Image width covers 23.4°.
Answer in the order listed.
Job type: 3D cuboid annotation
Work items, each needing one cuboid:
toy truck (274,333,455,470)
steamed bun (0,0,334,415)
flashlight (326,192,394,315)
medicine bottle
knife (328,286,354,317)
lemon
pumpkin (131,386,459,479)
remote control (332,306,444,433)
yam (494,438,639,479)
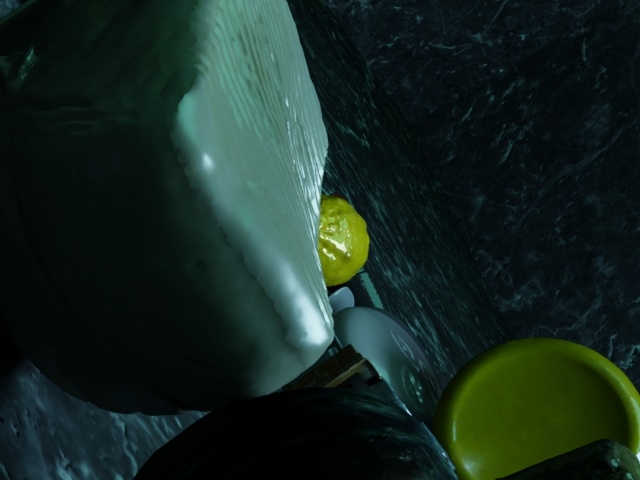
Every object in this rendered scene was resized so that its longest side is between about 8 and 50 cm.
[{"bbox_3d":[0.074,0.249,1.436,0.338,0.133,0.184,55,1,-16],"label":"toy truck"},{"bbox_3d":[-0.124,-0.043,0.996,0.383,0.236,0.247,-89,158,-60],"label":"steamed bun"},{"bbox_3d":[0.040,0.056,1.990,0.232,0.093,0.093,66,10,6],"label":"flashlight"},{"bbox_3d":[0.239,0.285,1.681,0.384,0.224,0.224,79,-11,-57],"label":"medicine bottle"},{"bbox_3d":[0.011,0.076,1.831,0.032,0.058,0.244,41,4,19],"label":"knife"},{"bbox_3d":[0.000,0.000,1.834,0.114,0.114,0.155,62,10,11],"label":"lemon"},{"bbox_3d":[-0.001,0.234,0.801,0.315,0.238,0.315,57,-12,19],"label":"pumpkin"},{"bbox_3d":[0.079,0.178,1.739,0.332,0.103,0.221,13,56,-79],"label":"remote control"},{"bbox_3d":[0.146,0.288,1.222,0.195,0.300,0.195,54,22,-33],"label":"yam"}]
